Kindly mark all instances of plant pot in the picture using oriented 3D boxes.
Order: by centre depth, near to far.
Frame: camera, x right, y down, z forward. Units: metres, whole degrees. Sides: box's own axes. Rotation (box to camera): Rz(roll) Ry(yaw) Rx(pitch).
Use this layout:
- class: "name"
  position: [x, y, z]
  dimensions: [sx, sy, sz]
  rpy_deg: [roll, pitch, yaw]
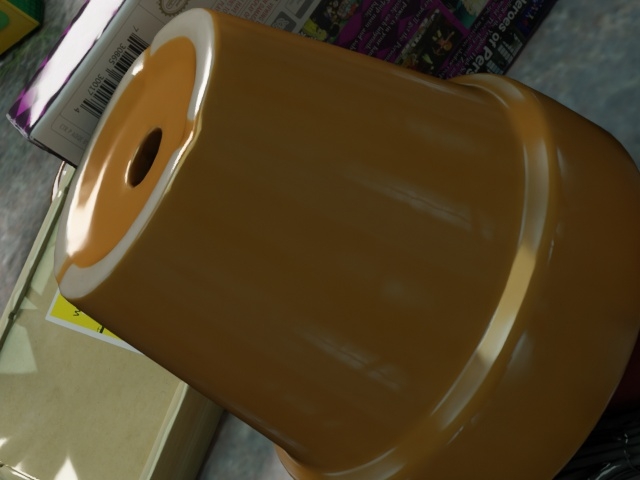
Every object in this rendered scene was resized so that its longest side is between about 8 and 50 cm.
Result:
- class: "plant pot"
  position: [0.000, 0.000, 0.528]
  dimensions: [0.205, 0.188, 0.205]
  rpy_deg: [-42, 34, 37]

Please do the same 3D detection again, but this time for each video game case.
- class: "video game case"
  position: [-0.005, -0.098, 0.620]
  dimensions: [0.232, 0.210, 0.042]
  rpy_deg: [-55, 40, 1]

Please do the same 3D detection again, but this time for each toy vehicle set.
- class: "toy vehicle set"
  position: [-0.107, 0.028, 0.733]
  dimensions: [0.166, 0.035, 0.266]
  rpy_deg: [15, 79, 38]

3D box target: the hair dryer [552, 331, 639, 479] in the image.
- class: "hair dryer"
  position: [0.157, 0.024, 0.484]
  dimensions: [0.224, 0.080, 0.293]
  rpy_deg: [12, 72, 47]

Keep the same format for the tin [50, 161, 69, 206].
- class: "tin"
  position: [-0.112, -0.074, 0.838]
  dimensions: [0.189, 0.040, 0.106]
  rpy_deg: [-52, 45, 3]

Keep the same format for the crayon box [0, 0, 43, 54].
- class: "crayon box"
  position: [-0.386, -0.232, 1.016]
  dimensions: [0.165, 0.278, 0.081]
  rpy_deg: [-29, 48, 26]
